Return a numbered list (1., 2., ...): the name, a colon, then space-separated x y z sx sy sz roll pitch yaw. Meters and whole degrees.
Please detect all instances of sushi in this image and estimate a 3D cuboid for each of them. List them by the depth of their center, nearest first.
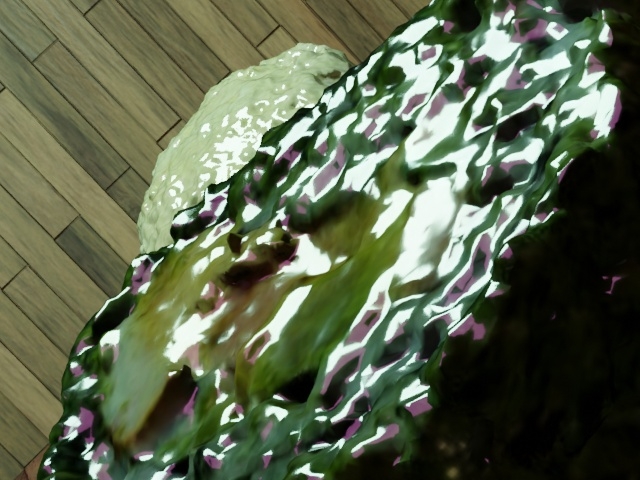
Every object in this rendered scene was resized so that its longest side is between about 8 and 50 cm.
1. sushi: 0.044 0.058 0.691 0.352 0.178 0.294 -36 28 33

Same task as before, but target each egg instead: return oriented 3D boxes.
1. egg: 0.000 0.000 1.174 0.279 0.279 0.310 -40 20 25
